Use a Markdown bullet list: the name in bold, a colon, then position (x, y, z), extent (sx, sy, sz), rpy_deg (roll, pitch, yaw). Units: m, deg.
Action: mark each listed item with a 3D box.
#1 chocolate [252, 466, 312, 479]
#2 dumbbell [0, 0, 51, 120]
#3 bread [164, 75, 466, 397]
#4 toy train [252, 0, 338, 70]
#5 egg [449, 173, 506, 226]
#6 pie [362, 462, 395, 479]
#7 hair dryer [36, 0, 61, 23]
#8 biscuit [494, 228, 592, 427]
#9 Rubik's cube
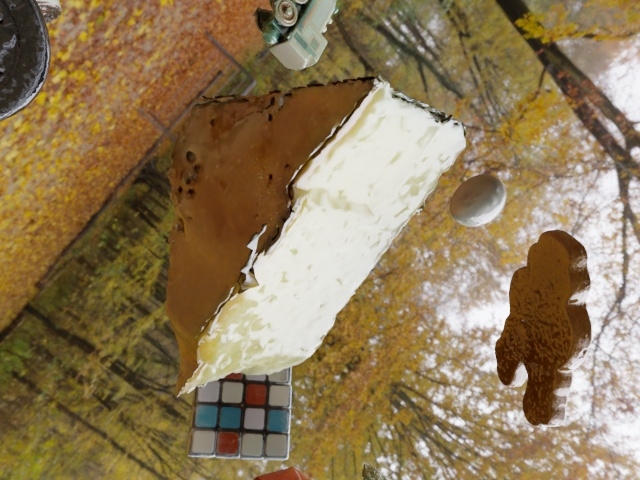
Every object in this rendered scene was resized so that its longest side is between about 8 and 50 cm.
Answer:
- **chocolate**: position (-0.015, 0.422, 0.640), extent (0.238, 0.234, 0.108), rpy_deg (-65, 163, 9)
- **dumbbell**: position (-0.422, -0.236, 0.634), extent (0.185, 0.185, 0.388), rpy_deg (-49, -148, -6)
- **bread**: position (0.000, 0.000, 0.578), extent (0.278, 0.316, 0.248), rpy_deg (-6, 175, 38)
- **toy train**: position (-0.030, -0.397, 0.937), extent (0.080, 0.125, 0.194), rpy_deg (4, -119, 49)
- **egg**: position (0.345, -0.087, 1.189), extent (0.135, 0.103, 0.103), rpy_deg (-38, -168, -13)
- **pie**: position (0.137, 0.481, 0.875), extent (0.105, 0.274, 0.257), rpy_deg (-27, -123, -4)
- **hair dryer**: position (-0.536, -0.592, 1.088), extent (0.361, 0.203, 0.128), rpy_deg (-13, -174, 27)
- **biscuit**: position (0.335, 0.128, 0.810), extent (0.186, 0.044, 0.295), rpy_deg (-115, -155, -57)
- **Rubik's cube**: position (-0.223, 0.457, 1.477), extent (0.259, 0.256, 0.254), rpy_deg (126, -31, -67)
